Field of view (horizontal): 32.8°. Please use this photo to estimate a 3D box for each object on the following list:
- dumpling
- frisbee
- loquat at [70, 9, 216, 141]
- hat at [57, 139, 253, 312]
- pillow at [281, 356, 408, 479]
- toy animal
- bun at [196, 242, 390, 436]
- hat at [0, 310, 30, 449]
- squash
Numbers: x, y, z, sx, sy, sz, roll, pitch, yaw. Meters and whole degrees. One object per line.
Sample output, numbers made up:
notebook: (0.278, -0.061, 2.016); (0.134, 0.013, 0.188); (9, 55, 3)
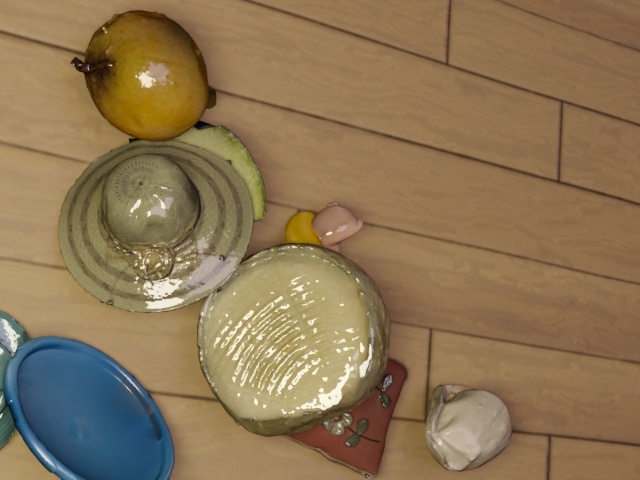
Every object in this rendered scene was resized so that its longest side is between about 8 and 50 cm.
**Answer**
dumpling: (0.213, 0.273, 1.609); (0.136, 0.118, 0.199); (57, 31, 5)
frisbee: (-0.277, 0.217, 1.290); (0.242, 0.045, 0.242); (38, 21, -17)
loquat: (-0.214, -0.208, 1.397); (0.204, 0.149, 0.172); (18, 31, -49)
hat: (-0.208, -0.045, 1.330); (0.252, 0.110, 0.252); (0, 66, 1)
pillow: (0.041, 0.223, 1.528); (0.171, 0.075, 0.179); (31, 66, -22)
toy animal: (0.000, 0.000, 1.547); (0.114, 0.091, 0.082); (-34, 129, -18)
bun: (-0.030, 0.129, 1.437); (0.152, 0.259, 0.259); (47, 41, -69)
hat: (-0.403, 0.164, 1.267); (0.138, 0.078, 0.190); (10, 77, -32)
squash: (-0.175, -0.066, 1.448); (0.192, 0.085, 0.184); (-13, 62, -8)
